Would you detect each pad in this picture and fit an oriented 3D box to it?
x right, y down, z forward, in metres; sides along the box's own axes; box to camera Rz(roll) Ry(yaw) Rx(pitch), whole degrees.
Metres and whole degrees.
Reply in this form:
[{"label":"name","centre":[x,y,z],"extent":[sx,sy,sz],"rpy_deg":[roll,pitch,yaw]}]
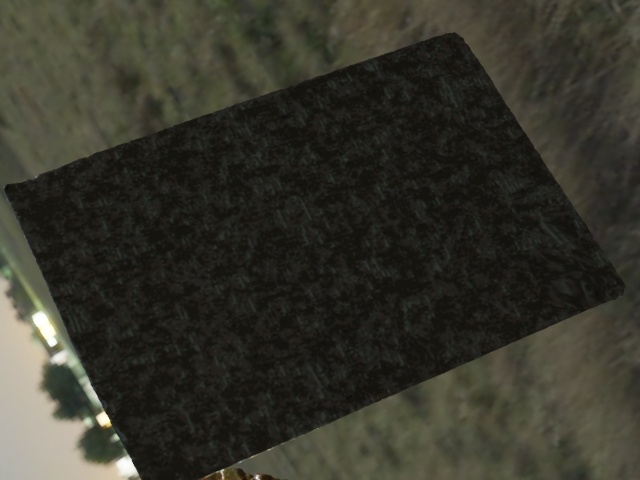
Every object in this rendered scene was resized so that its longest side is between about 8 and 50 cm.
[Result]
[{"label":"pad","centre":[0.000,0.000,0.575],"extent":[0.158,0.235,0.003],"rpy_deg":[61,159,22]}]

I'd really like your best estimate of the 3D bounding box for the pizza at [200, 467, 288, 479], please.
[{"label":"pizza","centre":[-0.065,0.191,0.916],"extent":[0.134,0.046,0.175],"rpy_deg":[35,148,-9]}]
